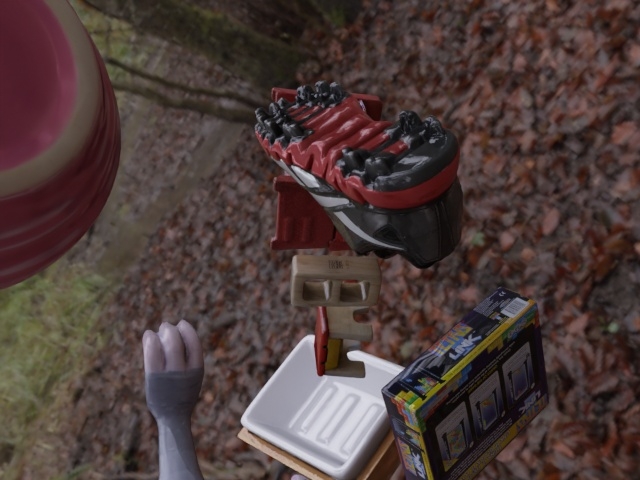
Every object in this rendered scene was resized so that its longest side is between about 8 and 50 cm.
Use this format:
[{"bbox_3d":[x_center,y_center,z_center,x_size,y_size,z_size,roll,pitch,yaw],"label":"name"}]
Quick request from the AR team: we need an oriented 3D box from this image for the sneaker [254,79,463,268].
[{"bbox_3d":[0.030,-0.056,0.711,0.097,0.135,0.276,-34,33,-15],"label":"sneaker"}]

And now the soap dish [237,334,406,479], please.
[{"bbox_3d":[0.029,0.292,1.339,0.290,0.118,0.229,13,57,48],"label":"soap dish"}]

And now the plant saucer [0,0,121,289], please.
[{"bbox_3d":[-0.293,-0.123,0.592,0.084,0.332,0.332,-33,35,44],"label":"plant saucer"}]

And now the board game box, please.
[{"bbox_3d":[0.143,0.149,0.773,0.170,0.141,0.048,-35,39,-26],"label":"board game box"}]

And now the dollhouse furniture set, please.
[{"bbox_3d":[0.000,0.000,1.139,0.201,0.152,0.374,-95,9,-48],"label":"dollhouse furniture set"}]

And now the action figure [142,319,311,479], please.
[{"bbox_3d":[-0.102,0.229,0.400,0.248,0.370,0.276,88,161,-46],"label":"action figure"}]
